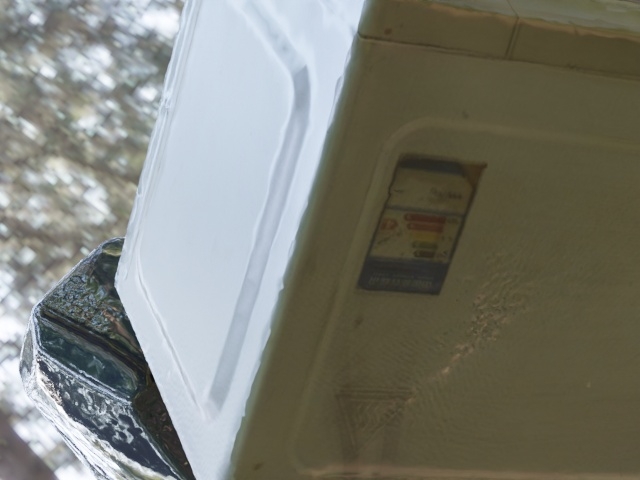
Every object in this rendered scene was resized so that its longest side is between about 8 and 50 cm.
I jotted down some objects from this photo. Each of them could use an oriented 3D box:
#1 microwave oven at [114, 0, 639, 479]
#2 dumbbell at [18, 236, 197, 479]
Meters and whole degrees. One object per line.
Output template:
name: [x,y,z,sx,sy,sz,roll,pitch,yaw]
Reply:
microwave oven: [0.063,-0.015,0.489,0.205,0.129,0.163,6,-61,-25]
dumbbell: [0.000,0.000,0.906,0.325,0.144,0.160,-45,-66,-26]
